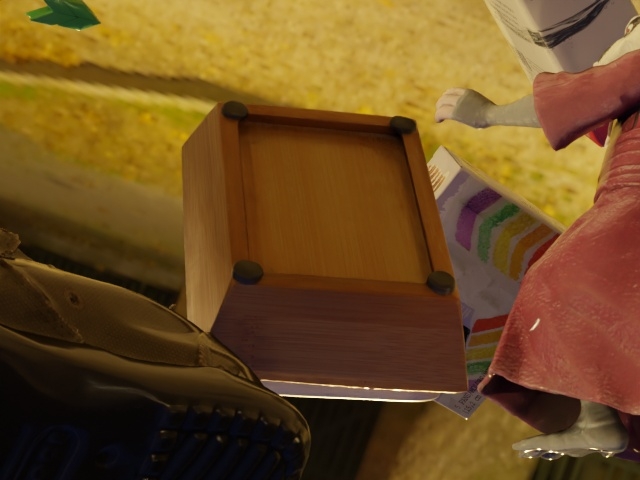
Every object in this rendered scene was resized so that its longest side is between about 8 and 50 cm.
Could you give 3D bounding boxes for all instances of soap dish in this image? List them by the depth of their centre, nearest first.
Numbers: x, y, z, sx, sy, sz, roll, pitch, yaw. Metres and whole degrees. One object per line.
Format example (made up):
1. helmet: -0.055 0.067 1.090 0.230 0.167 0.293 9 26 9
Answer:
1. soap dish: 0.000 0.000 1.248 0.229 0.118 0.291 5 -139 -12

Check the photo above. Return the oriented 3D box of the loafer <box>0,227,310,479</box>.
1. loafer: -0.172 0.055 0.611 0.366 0.134 0.130 25 -165 -42

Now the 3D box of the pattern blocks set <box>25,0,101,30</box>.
1. pattern blocks set: -0.199 -0.313 1.111 0.285 0.325 0.026 -4 -148 -30

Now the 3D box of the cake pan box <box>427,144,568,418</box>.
1. cake pan box: 0.151 0.056 1.664 0.246 0.267 0.070 33 -165 -29

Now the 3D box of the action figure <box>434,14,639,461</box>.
1. action figure: 0.230 -0.032 0.989 0.248 0.370 0.276 18 159 -18

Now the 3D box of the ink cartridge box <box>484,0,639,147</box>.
1. ink cartridge box: 0.233 -0.232 1.431 0.237 0.100 0.172 55 -178 -27
